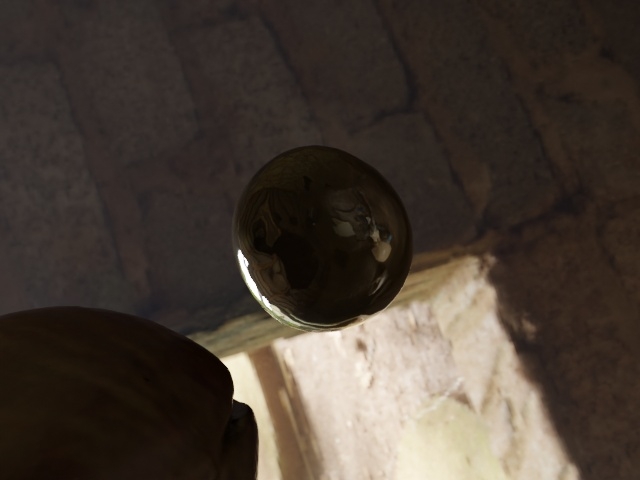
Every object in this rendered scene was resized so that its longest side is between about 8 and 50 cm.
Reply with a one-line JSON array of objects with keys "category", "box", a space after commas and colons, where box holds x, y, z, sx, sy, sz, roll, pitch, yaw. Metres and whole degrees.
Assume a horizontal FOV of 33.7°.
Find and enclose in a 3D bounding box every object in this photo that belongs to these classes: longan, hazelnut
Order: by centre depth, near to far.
[{"category": "hazelnut", "box": [-0.262, 0.270, 1.023, 0.402, 0.429, 0.402, 7, 106, 26]}, {"category": "longan", "box": [0.000, 0.000, 1.441, 0.258, 0.258, 0.258, 165, 90, -69]}]
